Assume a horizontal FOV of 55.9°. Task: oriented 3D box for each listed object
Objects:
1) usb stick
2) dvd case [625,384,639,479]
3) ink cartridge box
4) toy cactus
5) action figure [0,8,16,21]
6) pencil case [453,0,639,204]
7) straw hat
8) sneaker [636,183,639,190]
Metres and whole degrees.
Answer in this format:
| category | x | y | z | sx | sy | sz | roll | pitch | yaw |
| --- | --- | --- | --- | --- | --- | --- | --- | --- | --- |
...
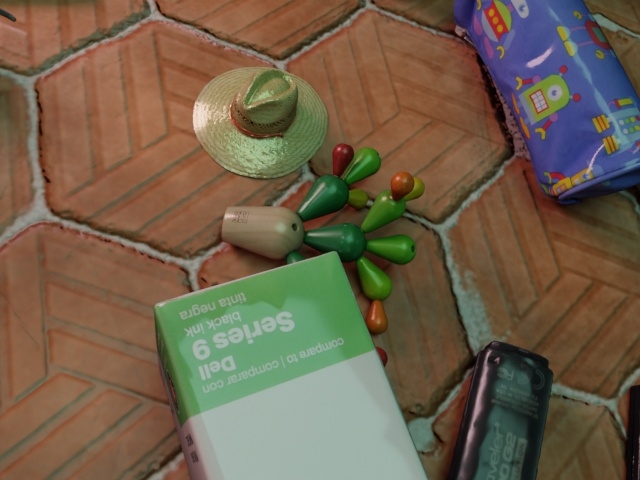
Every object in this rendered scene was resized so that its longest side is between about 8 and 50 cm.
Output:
| category | x | y | z | sx | sy | sz | roll | pitch | yaw |
| --- | --- | --- | --- | --- | --- | --- | --- | --- | --- |
| usb stick | 0.143 | 0.224 | 0.519 | 0.077 | 0.045 | 0.277 | 20 | 65 | 2 |
| dvd case | 0.412 | 0.262 | 0.580 | 0.253 | 0.022 | 0.180 | 19 | 65 | -6 |
| ink cartridge box | -0.013 | 0.183 | 0.405 | 0.122 | 0.211 | 0.289 | -16 | 73 | -19 |
| toy cactus | 0.000 | 0.000 | 0.553 | 0.181 | 0.112 | 0.218 | 9 | 75 | 1 |
| action figure | -0.401 | -0.163 | 0.492 | 0.164 | 0.141 | 0.276 | 40 | 66 | 17 |
| pencil case | 0.252 | -0.184 | 0.667 | 0.119 | 0.133 | 0.305 | -4 | 67 | -50 |
| straw hat | -0.055 | -0.138 | 0.607 | 0.145 | 0.061 | 0.144 | 5 | 68 | -12 |
| sneaker | 0.435 | 0.005 | 0.649 | 0.108 | 0.100 | 0.271 | -37 | 81 | -18 |
